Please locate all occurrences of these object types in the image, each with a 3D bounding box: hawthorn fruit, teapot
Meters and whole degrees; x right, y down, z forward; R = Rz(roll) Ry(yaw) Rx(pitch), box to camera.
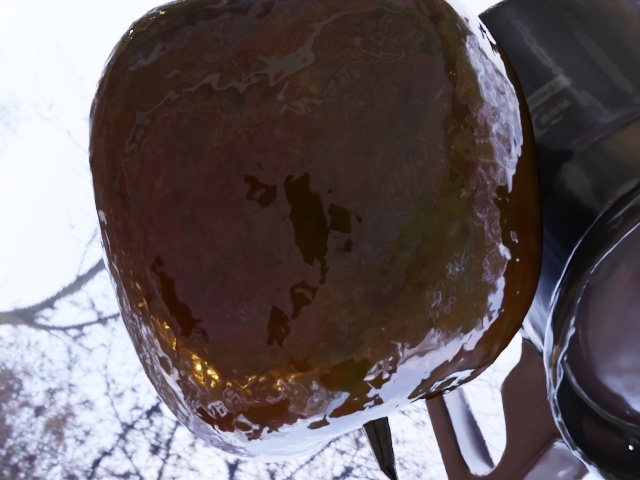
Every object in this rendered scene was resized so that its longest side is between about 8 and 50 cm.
[{"bbox_3d":[0.000,0.000,0.481,0.267,0.267,0.301,-16,-102,17],"label":"hawthorn fruit"},{"bbox_3d":[0.203,0.009,0.617,0.376,0.305,0.362,-54,-160,19],"label":"teapot"}]
